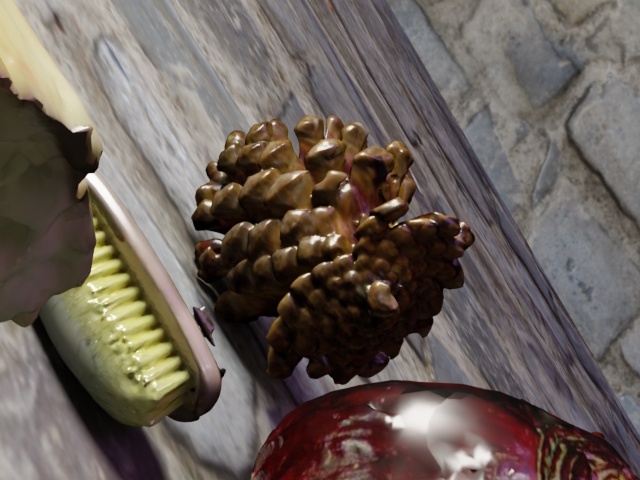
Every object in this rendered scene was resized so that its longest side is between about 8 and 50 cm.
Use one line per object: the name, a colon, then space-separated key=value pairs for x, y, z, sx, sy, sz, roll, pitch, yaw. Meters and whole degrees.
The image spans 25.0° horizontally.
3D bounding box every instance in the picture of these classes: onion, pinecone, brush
onion: x=0.056 y=0.197 z=0.786 sx=0.207 sy=0.216 sz=0.206 roll=34 pitch=45 yaw=-39
pinecone: x=0.000 y=0.001 z=1.005 sx=0.195 sy=0.179 sz=0.150 roll=40 pitch=13 yaw=7
brush: x=-0.156 y=-0.032 z=0.779 sx=0.067 sy=0.072 sz=0.313 roll=-25 pitch=82 yaw=-44

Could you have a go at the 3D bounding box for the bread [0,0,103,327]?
bread: x=-0.227 y=-0.079 z=0.373 sx=0.270 sy=0.211 sz=0.316 roll=57 pitch=5 yaw=18
